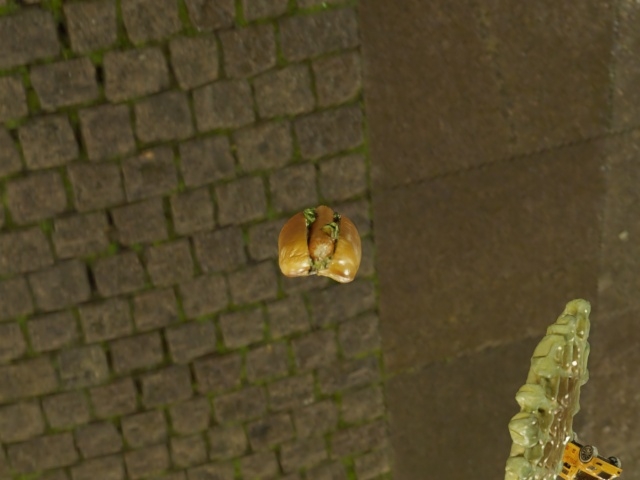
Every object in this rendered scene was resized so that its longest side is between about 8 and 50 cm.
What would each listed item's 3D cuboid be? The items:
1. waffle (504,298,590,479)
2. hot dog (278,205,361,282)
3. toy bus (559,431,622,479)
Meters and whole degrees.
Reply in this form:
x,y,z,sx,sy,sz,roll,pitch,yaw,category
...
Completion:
x,y,z,sx,sy,sz,roll,pitch,yaw,category
0.313,0.250,1.692,0.056,0.309,0.292,14,133,20,waffle
0.000,0.000,1.461,0.100,0.249,0.068,6,99,-1,hot dog
0.403,0.349,1.956,0.069,0.162,0.074,27,90,-31,toy bus
